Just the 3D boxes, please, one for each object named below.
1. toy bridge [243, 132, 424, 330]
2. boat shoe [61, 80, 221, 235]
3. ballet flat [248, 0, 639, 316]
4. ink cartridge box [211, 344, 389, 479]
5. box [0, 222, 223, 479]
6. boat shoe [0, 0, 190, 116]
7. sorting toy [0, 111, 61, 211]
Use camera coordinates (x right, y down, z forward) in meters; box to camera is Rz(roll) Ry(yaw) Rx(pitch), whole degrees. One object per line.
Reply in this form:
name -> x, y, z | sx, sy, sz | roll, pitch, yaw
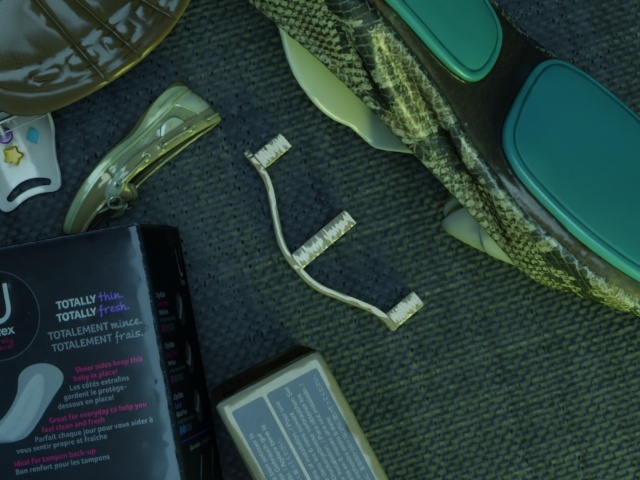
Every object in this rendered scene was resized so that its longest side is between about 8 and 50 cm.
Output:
toy bridge -> 0.000, 0.000, 1.409 | 0.063, 0.026, 0.188 | -41, 91, -4
boat shoe -> -0.144, -0.056, 1.386 | 0.048, 0.056, 0.153 | 40, 78, 3
ballet flat -> 0.108, -0.100, 1.341 | 0.483, 0.182, 0.164 | 44, 51, -12
ink cartridge box -> 0.000, 0.180, 1.297 | 0.088, 0.235, 0.193 | -27, 89, -5
box -> -0.174, 0.132, 1.318 | 0.165, 0.143, 0.270 | -10, 89, 7
boat shoe -> -0.145, -0.230, 1.367 | 0.341, 0.110, 0.121 | -47, 106, -9
sorting toy -> -0.243, -0.065, 1.386 | 0.083, 0.045, 0.075 | -24, 97, -6
